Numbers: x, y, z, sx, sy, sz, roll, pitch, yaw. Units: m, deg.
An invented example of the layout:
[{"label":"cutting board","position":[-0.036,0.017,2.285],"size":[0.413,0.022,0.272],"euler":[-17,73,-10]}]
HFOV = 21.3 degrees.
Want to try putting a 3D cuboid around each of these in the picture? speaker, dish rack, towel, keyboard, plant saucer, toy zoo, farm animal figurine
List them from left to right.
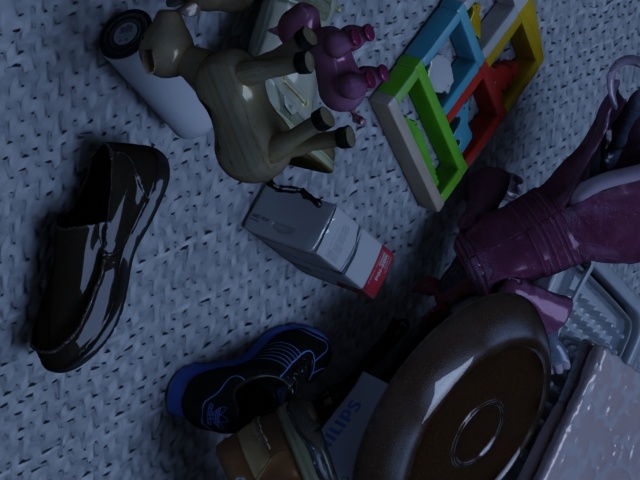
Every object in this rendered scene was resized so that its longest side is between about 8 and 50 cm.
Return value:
[{"label":"speaker","position":[-0.142,-0.147,1.530],"size":[0.055,0.055,0.136],"euler":[-59,143,-15]},{"label":"farm animal figurine","position":[-0.087,-0.232,1.431],"size":[0.327,0.172,0.330],"euler":[50,36,-37]},{"label":"keyboard","position":[0.062,0.189,1.986],"size":[0.317,0.033,0.201],"euler":[-45,144,-33]},{"label":"plant saucer","position":[0.160,0.204,1.884],"size":[0.310,0.050,0.311],"euler":[-30,137,-33]},{"label":"toy zoo","position":[0.173,-0.202,1.946],"size":[0.293,0.030,0.192],"euler":[-53,142,-22]},{"label":"dish rack","position":[0.314,0.162,2.275],"size":[0.333,0.072,0.285],"euler":[38,75,-53]},{"label":"towel","position":[0.376,0.329,2.306],"size":[0.332,0.053,0.317],"euler":[36,77,-45]}]

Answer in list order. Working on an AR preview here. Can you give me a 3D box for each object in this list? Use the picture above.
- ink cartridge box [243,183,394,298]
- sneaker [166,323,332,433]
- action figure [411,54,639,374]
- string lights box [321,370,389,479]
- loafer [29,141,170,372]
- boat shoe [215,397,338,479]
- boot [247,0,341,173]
[{"label":"ink cartridge box","position":[0.000,0.000,1.751],"size":[0.135,0.099,0.056],"euler":[39,74,-54]},{"label":"sneaker","position":[-0.051,0.150,1.763],"size":[0.232,0.090,0.081],"euler":[-20,121,-47]},{"label":"action figure","position":[0.273,-0.005,1.953],"size":[0.370,0.248,0.276],"euler":[-31,165,1]},{"label":"string lights box","position":[0.071,0.277,1.954],"size":[0.133,0.076,0.260],"euler":[-52,147,-19]},{"label":"loafer","position":[-0.211,0.008,1.504],"size":[0.078,0.080,0.220],"euler":[29,77,-45]},{"label":"boat shoe","position":[-0.024,0.308,1.712],"size":[0.120,0.122,0.324],"euler":[-18,114,-4]},{"label":"boot","position":[-0.021,-0.163,1.666],"size":[0.213,0.077,0.165],"euler":[36,66,-66]}]
